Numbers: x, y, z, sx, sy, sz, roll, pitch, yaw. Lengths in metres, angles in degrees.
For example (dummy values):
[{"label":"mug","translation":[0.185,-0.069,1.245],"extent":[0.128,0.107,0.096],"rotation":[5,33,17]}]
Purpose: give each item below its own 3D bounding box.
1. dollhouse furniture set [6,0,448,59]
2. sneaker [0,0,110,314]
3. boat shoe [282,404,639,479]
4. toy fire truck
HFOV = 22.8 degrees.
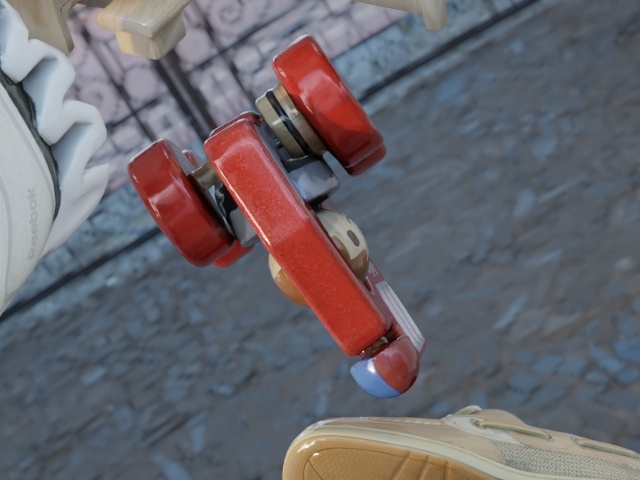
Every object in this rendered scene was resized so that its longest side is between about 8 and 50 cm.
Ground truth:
[{"label":"dollhouse furniture set","translation":[0.001,-0.244,1.010],"extent":[0.355,0.174,0.303],"rotation":[15,48,29]},{"label":"sneaker","translation":[-0.177,-0.091,0.554],"extent":[0.110,0.292,0.118],"rotation":[-18,30,25]},{"label":"boat shoe","translation":[0.131,0.200,1.299],"extent":[0.110,0.341,0.122],"rotation":[-96,25,-56]},{"label":"toy fire truck","translation":[0.000,0.000,1.206],"extent":[0.169,0.254,0.302],"rotation":[-35,-2,3]}]
